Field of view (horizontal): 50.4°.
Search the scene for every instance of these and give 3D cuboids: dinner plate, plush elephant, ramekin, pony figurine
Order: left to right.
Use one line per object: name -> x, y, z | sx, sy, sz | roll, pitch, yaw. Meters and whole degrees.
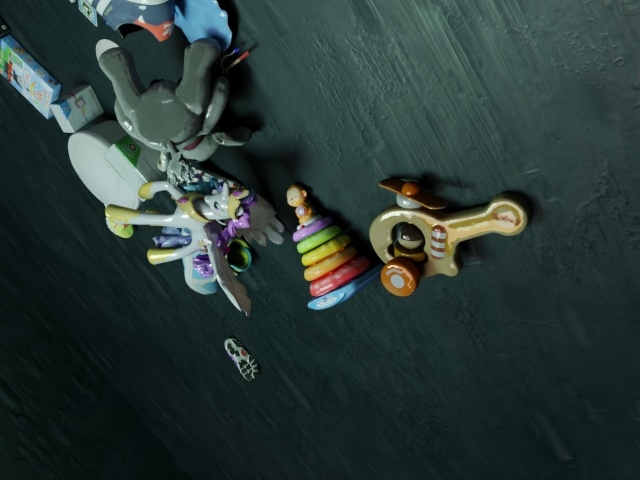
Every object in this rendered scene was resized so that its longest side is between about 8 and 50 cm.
dinner plate -> -0.540, -0.457, 1.779 | 0.141, 0.017, 0.141 | 27, 141, 24
ramekin -> -0.586, -0.222, 1.969 | 0.273, 0.127, 0.273 | 26, 140, 24
plush elephant -> -0.310, -0.281, 1.563 | 0.272, 0.255, 0.330 | -11, 92, 8
pony figurine -> -0.272, -0.020, 1.636 | 0.363, 0.303, 0.351 | -2, 144, 23

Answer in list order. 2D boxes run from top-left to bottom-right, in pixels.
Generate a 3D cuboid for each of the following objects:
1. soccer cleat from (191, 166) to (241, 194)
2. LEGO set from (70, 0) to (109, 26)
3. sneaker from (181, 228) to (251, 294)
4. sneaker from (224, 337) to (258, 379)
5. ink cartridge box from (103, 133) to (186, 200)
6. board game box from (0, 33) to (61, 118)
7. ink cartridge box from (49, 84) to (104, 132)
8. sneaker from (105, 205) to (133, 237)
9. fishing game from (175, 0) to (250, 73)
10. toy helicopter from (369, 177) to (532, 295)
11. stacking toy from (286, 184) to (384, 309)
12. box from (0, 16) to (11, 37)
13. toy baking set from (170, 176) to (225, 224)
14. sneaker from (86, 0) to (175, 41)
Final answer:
soccer cleat -> -0.268, -0.145, 1.805 | 0.196, 0.076, 0.068 | 27, 103, -1
LEGO set -> -0.553, -0.621, 1.613 | 0.244, 0.060, 0.182 | 45, 147, 18
sneaker -> -0.292, 0.083, 2.005 | 0.208, 0.127, 0.319 | 21, 147, 19
sneaker -> -0.280, 0.414, 2.398 | 0.170, 0.068, 0.071 | 58, 158, -6
ink cartridge box -> -0.418, -0.225, 1.735 | 0.153, 0.208, 0.087 | 50, 141, -10
board game box -> -0.879, -0.491, 2.053 | 0.211, 0.039, 0.160 | 44, 144, -2
ink cartridge box -> -0.685, -0.373, 1.915 | 0.052, 0.122, 0.088 | 8, 132, 34
sneaker -> -0.642, -0.086, 2.204 | 0.094, 0.081, 0.208 | 18, 137, 28
fishing game -> -0.258, -0.486, 1.459 | 0.264, 0.041, 0.189 | 50, 151, -16
toy helicopter -> 0.251, -0.038, 1.382 | 0.355, 0.140, 0.235 | -16, 106, 39
stacking toy -> 0.000, 0.000, 1.639 | 0.175, 0.166, 0.302 | -27, 91, 43
box -> -1.056, -0.638, 2.022 | 0.261, 0.103, 0.184 | -13, 114, 50
toy baking set -> -0.339, -0.116, 1.926 | 0.256, 0.030, 0.197 | -5, 129, 54
sneaker -> -0.457, -0.524, 1.466 | 0.350, 0.131, 0.148 | 27, 142, 23
